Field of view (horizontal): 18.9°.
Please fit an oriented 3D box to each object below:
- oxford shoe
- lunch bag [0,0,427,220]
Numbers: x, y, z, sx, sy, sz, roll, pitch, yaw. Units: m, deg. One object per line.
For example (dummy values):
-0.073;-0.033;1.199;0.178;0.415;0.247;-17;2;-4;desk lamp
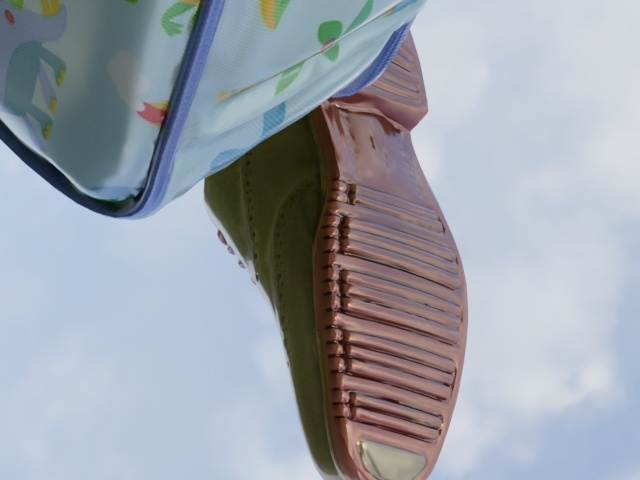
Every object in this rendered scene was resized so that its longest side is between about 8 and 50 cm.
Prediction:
0.000;0.000;1.155;0.130;0.123;0.348;-25;-125;35;oxford shoe
-0.040;-0.124;0.324;0.090;0.219;0.176;-34;-108;-32;lunch bag
